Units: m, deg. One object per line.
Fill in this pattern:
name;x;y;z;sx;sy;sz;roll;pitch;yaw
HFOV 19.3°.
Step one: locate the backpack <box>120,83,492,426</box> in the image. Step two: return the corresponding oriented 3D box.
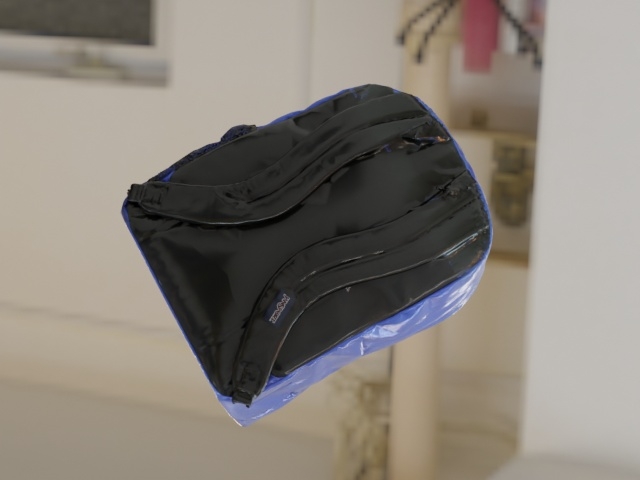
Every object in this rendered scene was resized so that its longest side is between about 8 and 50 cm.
backpack;0.000;0.000;0.700;0.120;0.098;0.101;-29;170;-2
